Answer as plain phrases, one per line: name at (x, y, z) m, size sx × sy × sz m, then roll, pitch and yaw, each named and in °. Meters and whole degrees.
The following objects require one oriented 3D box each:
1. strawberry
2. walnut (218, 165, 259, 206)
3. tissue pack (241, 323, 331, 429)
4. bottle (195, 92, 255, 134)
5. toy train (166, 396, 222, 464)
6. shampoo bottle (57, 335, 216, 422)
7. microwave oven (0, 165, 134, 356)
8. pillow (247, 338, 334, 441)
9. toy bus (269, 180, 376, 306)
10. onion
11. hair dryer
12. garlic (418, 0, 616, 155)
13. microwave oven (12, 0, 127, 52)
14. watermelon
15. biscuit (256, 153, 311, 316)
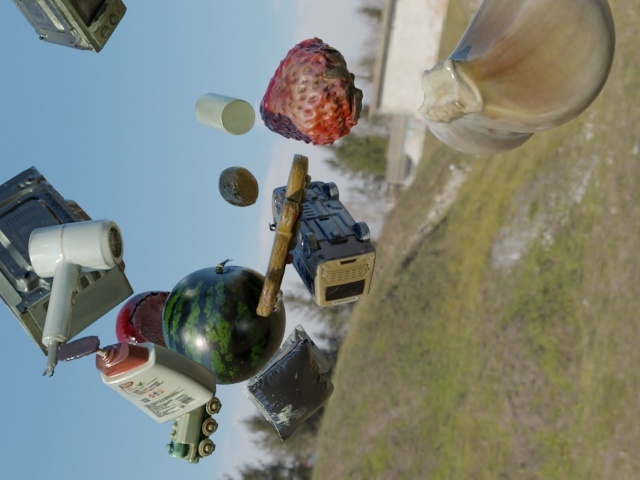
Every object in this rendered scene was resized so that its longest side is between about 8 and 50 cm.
strawberry at (-0.054, -0.348, 2.411) m, size 0.149 × 0.336 × 0.265 m, roll -24°, pitch -87°, yaw -40°
walnut at (-0.220, -0.145, 2.627) m, size 0.105 × 0.124 × 0.105 m, roll -41°, pitch 10°, yaw 9°
tissue pack at (-0.064, 0.279, 1.974) m, size 0.026 × 0.122 × 0.193 m, roll -11°, pitch 31°, yaw 53°
bottle at (-0.189, -0.250, 1.908) m, size 0.201 × 0.072 × 0.072 m, roll -150°, pitch 65°, yaw -66°
toy train at (-0.313, 0.444, 2.348) m, size 0.125 × 0.081 × 0.194 m, roll 15°, pitch -97°, yaw -44°
shampoo bottle at (-0.318, 0.228, 1.683) m, size 0.284 × 0.153 × 0.071 m, roll 40°, pitch -148°, yaw -45°
microwave oven at (-0.650, 0.033, 2.243) m, size 0.286 × 0.355 × 0.218 m, roll -37°, pitch -31°, yaw -17°
pillow at (-0.048, 0.267, 1.719) m, size 0.141 × 0.055 × 0.208 m, roll -43°, pitch -35°, yaw -12°
toy bus at (0.000, 0.000, 1.991) m, size 0.289 × 0.139 × 0.157 m, roll -126°, pitch 32°, yaw -49°
onion at (-0.406, 0.245, 2.457) m, size 0.161 × 0.248 × 0.248 m, roll -47°, pitch 14°, yaw 28°
hair dryer at (-0.502, 0.118, 1.935) m, size 0.107 × 0.173 × 0.357 m, roll 69°, pitch -163°, yaw -53°
garlic at (0.280, -0.276, 1.407) m, size 0.340 × 0.246 × 0.231 m, roll -68°, pitch 12°, yaw -15°
microwave oven at (-0.477, -0.451, 1.758) m, size 0.129 × 0.163 × 0.205 m, roll -65°, pitch -28°, yaw -21°
watermelon at (-0.208, 0.178, 2.070) m, size 0.269 × 0.269 × 0.269 m, roll 7°, pitch -90°, yaw -86°
biscuit at (-0.062, -0.013, 1.772) m, size 0.197 × 0.049 × 0.301 m, roll 130°, pitch 153°, yaw -76°
